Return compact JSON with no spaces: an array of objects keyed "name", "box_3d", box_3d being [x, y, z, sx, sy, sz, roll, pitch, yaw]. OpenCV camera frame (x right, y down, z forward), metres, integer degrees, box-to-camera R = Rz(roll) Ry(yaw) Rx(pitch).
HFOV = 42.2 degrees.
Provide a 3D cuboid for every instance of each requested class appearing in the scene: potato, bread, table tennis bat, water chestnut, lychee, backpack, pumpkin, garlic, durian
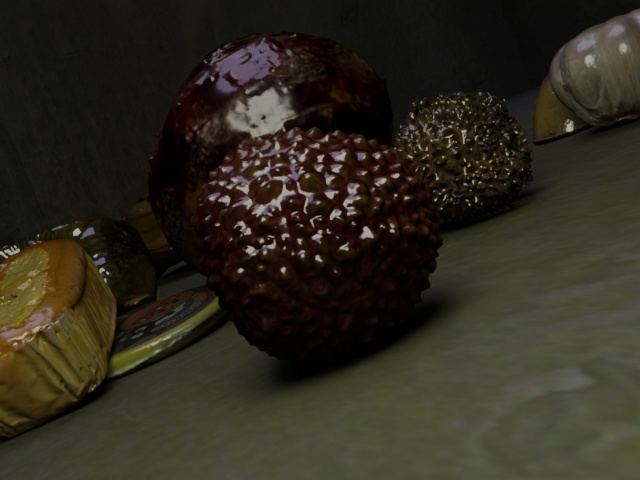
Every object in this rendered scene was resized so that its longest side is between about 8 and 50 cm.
[{"name":"potato","box_3d":[0.448,-0.256,1.459,0.202,0.117,0.182,-23,9,-7]},{"name":"bread","box_3d":[-0.310,0.095,0.897,0.152,0.119,0.288,-31,21,-1]},{"name":"table tennis bat","box_3d":[-0.271,0.127,1.011,0.369,0.054,0.224,-19,13,20]},{"name":"water chestnut","box_3d":[-0.037,-0.085,1.029,0.350,0.302,0.350,-27,-33,-19]},{"name":"lychee","box_3d":[0.000,0.000,0.604,0.188,0.188,0.188,-22,6,3]},{"name":"backpack","box_3d":[-0.289,-0.048,1.887,0.354,0.201,0.378,-21,4,8]},{"name":"pumpkin","box_3d":[-0.381,0.074,1.124,0.317,0.139,0.222,-15,-20,-16]},{"name":"garlic","box_3d":[0.455,-0.255,1.238,0.228,0.152,0.228,-23,-2,-1]},{"name":"durian","box_3d":[0.149,-0.082,0.954,0.196,0.167,0.196,-32,-16,-11]}]

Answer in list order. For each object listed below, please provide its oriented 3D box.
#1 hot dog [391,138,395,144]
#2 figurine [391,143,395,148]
[{"name":"hot dog","box_3d":[0.135,-0.162,1.865,0.213,0.103,0.146,-16,-19,-29]},{"name":"figurine","box_3d":[0.024,-0.097,1.550,0.365,0.206,0.218,5,39,17]}]
